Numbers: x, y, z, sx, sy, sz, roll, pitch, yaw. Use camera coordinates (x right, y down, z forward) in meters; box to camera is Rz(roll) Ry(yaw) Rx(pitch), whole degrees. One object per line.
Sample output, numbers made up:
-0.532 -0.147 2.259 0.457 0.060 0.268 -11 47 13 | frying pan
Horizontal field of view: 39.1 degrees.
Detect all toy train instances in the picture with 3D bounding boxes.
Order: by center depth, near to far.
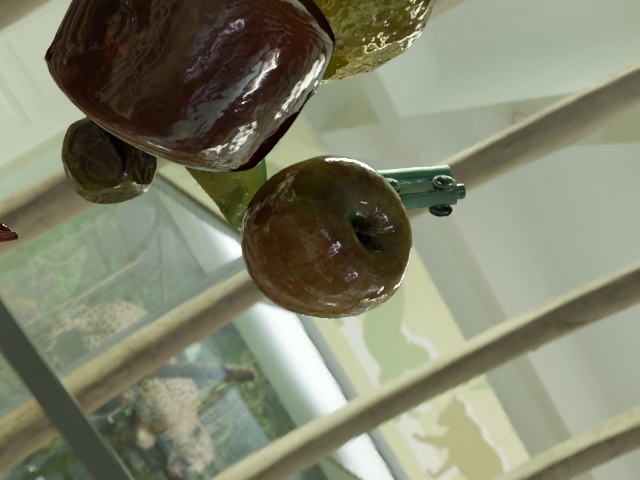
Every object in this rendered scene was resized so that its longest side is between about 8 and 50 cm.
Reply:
0.204 -0.122 2.084 0.159 0.248 0.101 -110 -162 -53 | toy train

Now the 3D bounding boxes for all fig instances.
-0.317 -0.118 1.347 0.154 0.144 0.165 55 -36 26 | fig

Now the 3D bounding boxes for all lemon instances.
0.003 -0.393 1.294 0.387 0.349 0.349 15 -37 29 | lemon

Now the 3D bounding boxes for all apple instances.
0.000 0.000 1.394 0.264 0.264 0.264 50 -17 21 | apple

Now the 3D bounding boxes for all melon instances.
-0.189 -0.161 1.535 0.196 0.124 0.323 -16 -64 40 | melon

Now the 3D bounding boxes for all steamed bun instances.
-0.124 -0.209 1.000 0.248 0.235 0.379 32 12 -7 | steamed bun

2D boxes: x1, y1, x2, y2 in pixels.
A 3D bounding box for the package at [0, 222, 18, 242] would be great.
-0.568 -0.040 1.392 0.083 0.022 0.200 -10 -28 31 | package
